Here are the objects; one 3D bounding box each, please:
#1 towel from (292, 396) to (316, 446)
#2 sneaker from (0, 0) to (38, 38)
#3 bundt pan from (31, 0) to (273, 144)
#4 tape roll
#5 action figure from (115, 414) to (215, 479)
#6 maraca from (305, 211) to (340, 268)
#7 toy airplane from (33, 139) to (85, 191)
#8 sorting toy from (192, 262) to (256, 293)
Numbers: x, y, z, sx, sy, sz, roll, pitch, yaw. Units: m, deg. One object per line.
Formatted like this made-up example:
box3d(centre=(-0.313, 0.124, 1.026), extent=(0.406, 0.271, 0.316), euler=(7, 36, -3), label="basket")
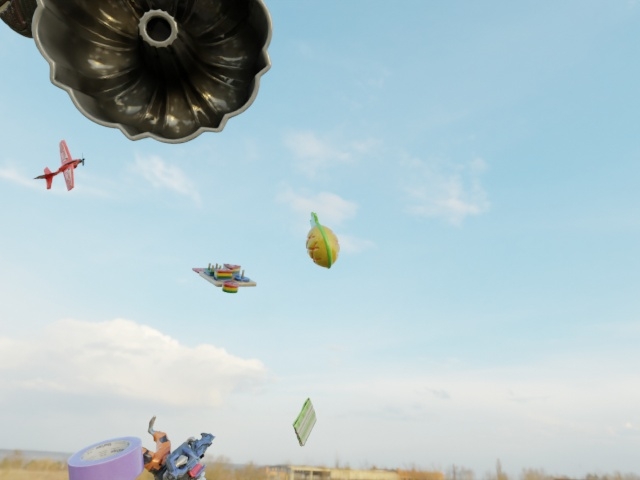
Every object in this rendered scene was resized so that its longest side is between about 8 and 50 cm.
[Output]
box3d(centre=(-0.054, 0.618, 1.380), extent=(0.023, 0.113, 0.152), euler=(11, -46, 25), label="towel")
box3d(centre=(-0.513, -0.478, 0.719), extent=(0.107, 0.281, 0.162), euler=(-27, 3, 17), label="sneaker")
box3d(centre=(-0.241, -0.306, 0.636), extent=(0.331, 0.330, 0.124), euler=(9, 2, -10), label="bundt pan")
box3d(centre=(-0.606, 0.635, 1.149), extent=(0.189, 0.080, 0.189), euler=(-6, -4, 0), label="tape roll")
box3d(centre=(-0.522, 0.772, 1.428), extent=(0.330, 0.178, 0.341), euler=(31, -3, 17), label="action figure")
box3d(centre=(0.000, 0.000, 1.221), extent=(0.099, 0.185, 0.127), euler=(-11, -29, -16), label="maraca")
box3d(centre=(-0.681, -0.183, 1.062), extent=(0.151, 0.151, 0.028), euler=(-4, -12, 11), label="toy airplane")
box3d(centre=(-0.286, 0.100, 1.238), extent=(0.132, 0.046, 0.275), euler=(5, 8, -40), label="sorting toy")
